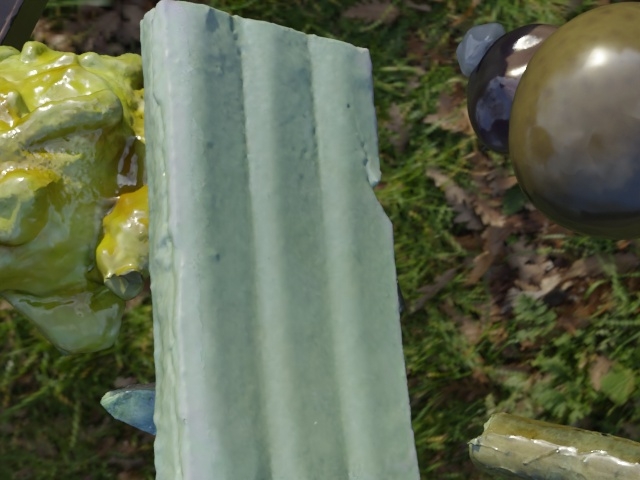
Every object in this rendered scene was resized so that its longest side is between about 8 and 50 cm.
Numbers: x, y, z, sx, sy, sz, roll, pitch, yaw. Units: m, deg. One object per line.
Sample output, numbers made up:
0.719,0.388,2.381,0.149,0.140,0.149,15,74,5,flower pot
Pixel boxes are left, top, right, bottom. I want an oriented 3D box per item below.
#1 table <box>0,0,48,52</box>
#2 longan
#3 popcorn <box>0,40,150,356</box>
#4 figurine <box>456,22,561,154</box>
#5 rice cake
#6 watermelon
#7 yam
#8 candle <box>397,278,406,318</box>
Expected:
-0.430,-0.329,1.301,0.193,0.172,0.169,28,92,-9,table
0.328,-0.126,1.170,0.258,0.258,0.258,6,101,29,longan
-0.278,-0.066,1.114,0.279,0.335,0.274,22,117,-13,popcorn
0.390,-0.193,1.673,0.218,0.365,0.206,-18,52,53,figurine
-0.017,0.012,0.477,0.043,0.127,0.237,-28,60,54,rice cake
-0.209,0.223,1.488,0.094,0.180,0.081,38,104,48,watermelon
0.323,0.242,1.084,0.371,0.083,0.083,11,104,34,yam
0.000,0.000,1.652,0.187,0.187,0.330,-17,94,31,candle
